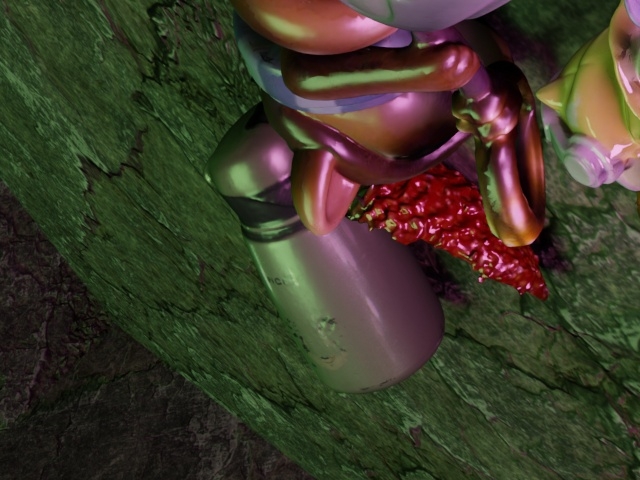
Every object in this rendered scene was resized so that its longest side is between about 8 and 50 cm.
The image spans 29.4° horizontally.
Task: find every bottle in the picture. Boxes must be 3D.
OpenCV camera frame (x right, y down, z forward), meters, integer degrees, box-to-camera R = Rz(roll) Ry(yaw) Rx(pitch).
[{"bbox_3d":[0.001,-0.001,1.331,0.168,0.168,0.347,21,146,54],"label":"bottle"}]

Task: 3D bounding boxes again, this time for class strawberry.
[{"bbox_3d":[0.124,-0.024,1.150,0.208,0.087,0.167,21,-173,-8],"label":"strawberry"}]

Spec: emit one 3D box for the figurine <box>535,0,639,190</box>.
[{"bbox_3d":[0.208,-0.087,0.706,0.184,0.128,0.208,33,152,42],"label":"figurine"}]

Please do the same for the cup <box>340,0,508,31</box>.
[{"bbox_3d":[0.011,-0.237,0.533,0.274,0.259,0.357,46,154,-10],"label":"cup"}]

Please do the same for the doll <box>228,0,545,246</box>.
[{"bbox_3d":[0.042,-0.166,0.830,0.340,0.209,0.318,77,177,-58],"label":"doll"}]

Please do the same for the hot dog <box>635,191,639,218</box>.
[{"bbox_3d":[0.261,-0.027,0.833,0.090,0.060,0.140,40,154,24],"label":"hot dog"}]
